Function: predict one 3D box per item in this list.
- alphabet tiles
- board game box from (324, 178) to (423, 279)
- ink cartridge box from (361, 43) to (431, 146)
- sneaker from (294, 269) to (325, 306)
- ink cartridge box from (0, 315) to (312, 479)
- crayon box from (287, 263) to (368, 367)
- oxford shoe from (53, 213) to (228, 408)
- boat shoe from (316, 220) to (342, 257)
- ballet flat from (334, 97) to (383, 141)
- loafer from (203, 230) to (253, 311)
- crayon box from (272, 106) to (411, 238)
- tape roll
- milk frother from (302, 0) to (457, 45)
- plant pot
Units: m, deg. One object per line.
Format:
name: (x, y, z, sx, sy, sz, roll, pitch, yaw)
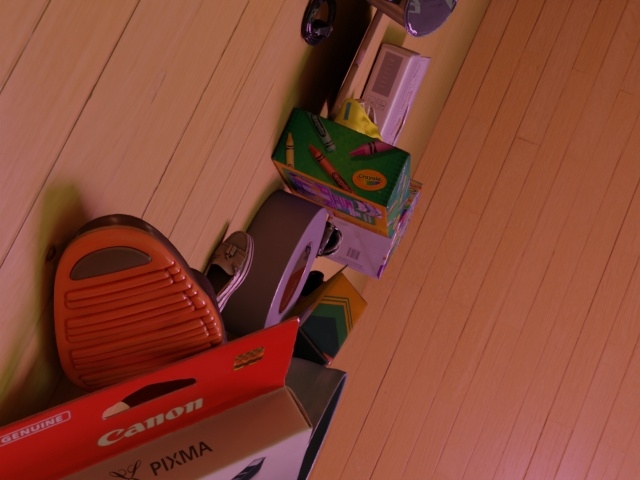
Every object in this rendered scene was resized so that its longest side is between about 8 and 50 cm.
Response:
alphabet tiles: (0.067, -0.285, 1.238, 0.342, 0.011, 0.285, 136, -22, -82)
board game box: (0.114, -0.050, 1.946, 0.275, 0.144, 0.142, -51, 161, -65)
ink cartridge box: (0.115, -0.229, 1.733, 0.261, 0.066, 0.296, -40, 152, -73)
sneaker: (-0.017, 0.137, 1.779, 0.281, 0.106, 0.163, -13, 119, -84)
ink cartridge box: (-0.136, 0.195, 0.774, 0.275, 0.060, 0.239, -19, 148, -24)
crayon box: (-0.039, 0.165, 1.487, 0.202, 0.081, 0.318, -39, -177, 23)
oxford shoe: (-0.150, 0.069, 0.791, 0.364, 0.129, 0.133, 85, -7, -58)
boat shoe: (0.000, 0.000, 1.603, 0.219, 0.070, 0.078, 13, 100, -82)
ballet flat: (0.064, -0.195, 1.498, 0.231, 0.077, 0.077, -3, 100, -79)
loafer: (-0.118, 0.043, 1.066, 0.125, 0.045, 0.039, -63, 165, -10)
crayon box: (0.038, -0.087, 1.275, 0.278, 0.165, 0.081, 60, 54, -80)
tape roll: (-0.067, 0.040, 1.282, 0.219, 0.072, 0.219, 24, 90, -81)
milk frother: (0.060, -0.269, 1.021, 0.129, 0.135, 0.143, -20, 138, -34)
plant pot: (-0.110, 0.274, 1.203, 0.293, 0.196, 0.293, 23, 90, -82)
